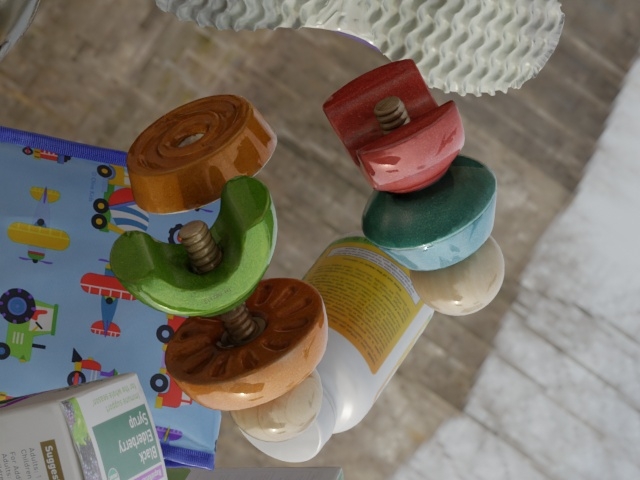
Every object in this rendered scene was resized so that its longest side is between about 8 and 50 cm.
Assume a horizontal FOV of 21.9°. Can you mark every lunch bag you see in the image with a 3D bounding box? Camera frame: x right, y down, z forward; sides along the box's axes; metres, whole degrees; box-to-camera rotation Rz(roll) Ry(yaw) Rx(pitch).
[{"bbox_3d":[-0.216,0.036,1.198,0.138,0.293,0.221,-13,-114,57],"label":"lunch bag"}]

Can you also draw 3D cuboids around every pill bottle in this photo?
[{"bbox_3d":[0.011,0.110,1.694,0.246,0.136,0.136,-51,179,-45],"label":"pill bottle"}]

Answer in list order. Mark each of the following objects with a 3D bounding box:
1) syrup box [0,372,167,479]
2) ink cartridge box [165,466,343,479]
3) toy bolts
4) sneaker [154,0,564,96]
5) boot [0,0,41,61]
[{"bbox_3d":[-0.208,0.143,0.893,0.236,0.096,0.093,-15,-179,19],"label":"syrup box"},{"bbox_3d":[-0.090,0.229,1.324,0.109,0.209,0.062,-55,143,-71],"label":"ink cartridge box"},{"bbox_3d":[0.000,0.000,1.038,0.228,0.158,0.218,-25,-150,2],"label":"toy bolts"},{"bbox_3d":[0.022,-0.192,1.109,0.146,0.293,0.102,-107,-144,-55],"label":"sneaker"},{"bbox_3d":[-0.271,-0.144,1.305,0.219,0.082,0.106,-47,-143,36],"label":"boot"}]
